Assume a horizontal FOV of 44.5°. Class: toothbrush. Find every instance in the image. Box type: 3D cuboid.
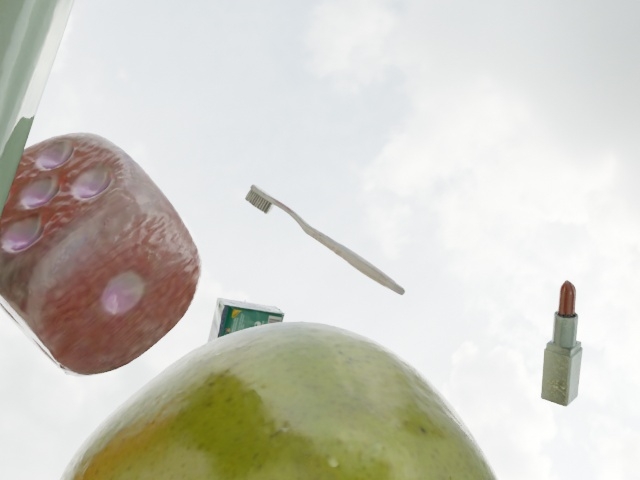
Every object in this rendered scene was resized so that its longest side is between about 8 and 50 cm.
[{"bbox_3d":[0.000,0.000,1.131,0.307,0.025,0.030,34,-84,29],"label":"toothbrush"}]

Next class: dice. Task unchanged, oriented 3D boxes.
[{"bbox_3d":[-0.124,0.007,0.405,0.091,0.094,0.093,33,-27,39],"label":"dice"}]

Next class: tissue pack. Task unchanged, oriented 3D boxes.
[{"bbox_3d":[-0.107,0.135,1.027,0.085,0.079,0.111,12,-86,-21],"label":"tissue pack"}]

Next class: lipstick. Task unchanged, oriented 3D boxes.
[{"bbox_3d":[0.241,0.098,0.774,0.030,0.030,0.129,15,-65,39],"label":"lipstick"}]

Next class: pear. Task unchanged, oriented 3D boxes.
[{"bbox_3d":[-0.024,0.186,0.492,0.294,0.294,0.294,6,-74,24],"label":"pear"}]

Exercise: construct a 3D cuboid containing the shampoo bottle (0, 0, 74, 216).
[{"bbox_3d":[-0.196,-0.029,0.312,0.134,0.078,0.360,16,-99,-3],"label":"shampoo bottle"}]
